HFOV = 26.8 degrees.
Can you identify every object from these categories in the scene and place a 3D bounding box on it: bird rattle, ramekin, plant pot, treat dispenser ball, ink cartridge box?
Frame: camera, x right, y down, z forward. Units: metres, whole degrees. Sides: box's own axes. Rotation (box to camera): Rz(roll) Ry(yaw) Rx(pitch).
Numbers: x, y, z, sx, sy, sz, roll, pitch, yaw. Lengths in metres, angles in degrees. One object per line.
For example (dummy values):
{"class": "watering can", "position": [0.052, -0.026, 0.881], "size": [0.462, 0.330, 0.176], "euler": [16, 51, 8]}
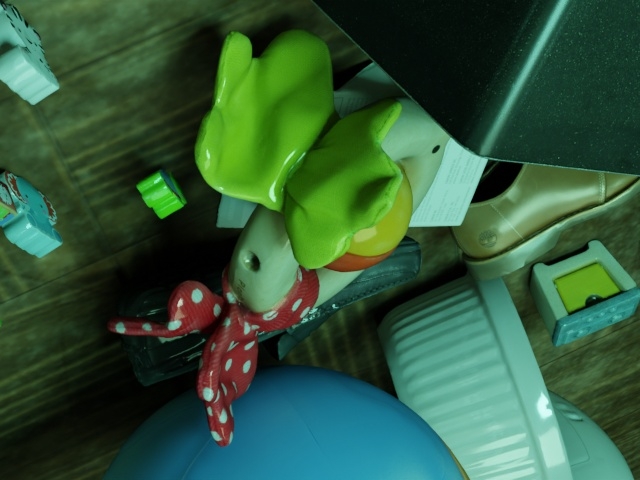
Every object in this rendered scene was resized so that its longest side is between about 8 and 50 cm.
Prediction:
{"class": "bird rattle", "position": [0.000, 0.000, 0.813], "size": [0.207, 0.143, 0.253], "euler": [-26, 144, -42]}
{"class": "ramekin", "position": [0.121, 0.131, 1.099], "size": [0.109, 0.207, 0.207], "euler": [-18, 149, 1]}
{"class": "plant pot", "position": [0.129, -0.155, 0.710], "size": [0.188, 0.187, 0.167], "euler": [4, 125, -41]}
{"class": "treat dispenser ball", "position": [-0.025, 0.231, 0.939], "size": [0.288, 0.288, 0.288], "euler": [-20, 148, -13]}
{"class": "ink cartridge box", "position": [0.025, -0.066, 0.901], "size": [0.179, 0.045, 0.145], "euler": [1, 142, -11]}

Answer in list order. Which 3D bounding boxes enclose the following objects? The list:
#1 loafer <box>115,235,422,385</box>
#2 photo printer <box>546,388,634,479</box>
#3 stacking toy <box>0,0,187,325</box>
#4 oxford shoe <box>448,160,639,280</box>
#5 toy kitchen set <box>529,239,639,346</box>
{"class": "loafer", "position": [-0.032, 0.044, 0.946], "size": [0.223, 0.076, 0.078], "euler": [-14, 106, -17]}
{"class": "photo printer", "position": [0.126, 0.250, 1.233], "size": [0.308, 0.256, 0.107], "euler": [-25, 116, -7]}
{"class": "stacking toy", "position": [-0.190, -0.029, 0.761], "size": [0.167, 0.052, 0.221], "euler": [-31, 151, 7]}
{"class": "oxford shoe", "position": [0.186, -0.058, 1.002], "size": [0.212, 0.076, 0.076], "euler": [-34, 110, -10]}
{"class": "toy kitchen set", "position": [0.277, 0.007, 1.108], "size": [0.166, 0.122, 0.207], "euler": [-21, 148, -12]}
